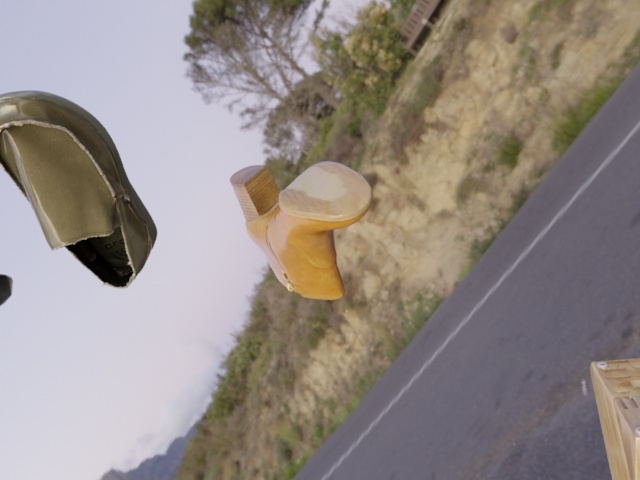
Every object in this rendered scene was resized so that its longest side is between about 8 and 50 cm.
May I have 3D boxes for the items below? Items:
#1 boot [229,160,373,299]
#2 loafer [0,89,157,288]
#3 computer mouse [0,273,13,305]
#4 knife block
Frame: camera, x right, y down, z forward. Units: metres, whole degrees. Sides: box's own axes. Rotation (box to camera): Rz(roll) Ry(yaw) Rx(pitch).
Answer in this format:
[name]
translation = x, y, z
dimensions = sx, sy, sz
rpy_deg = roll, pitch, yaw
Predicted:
[boot]
translation = -0.001, 0.000, 0.942
dimensions = 0.104, 0.211, 0.295
rpy_deg = -42, 32, -25
[loafer]
translation = -0.231, -0.039, 0.650
dimensions = 0.251, 0.094, 0.087
rpy_deg = 63, -165, -50
[computer mouse]
translation = -0.361, 0.047, 0.658
dimensions = 0.242, 0.071, 0.041
rpy_deg = 133, 138, -77
[knife block]
translation = 0.426, 0.313, 0.854
dimensions = 0.275, 0.088, 0.242
rpy_deg = -71, -25, -71
